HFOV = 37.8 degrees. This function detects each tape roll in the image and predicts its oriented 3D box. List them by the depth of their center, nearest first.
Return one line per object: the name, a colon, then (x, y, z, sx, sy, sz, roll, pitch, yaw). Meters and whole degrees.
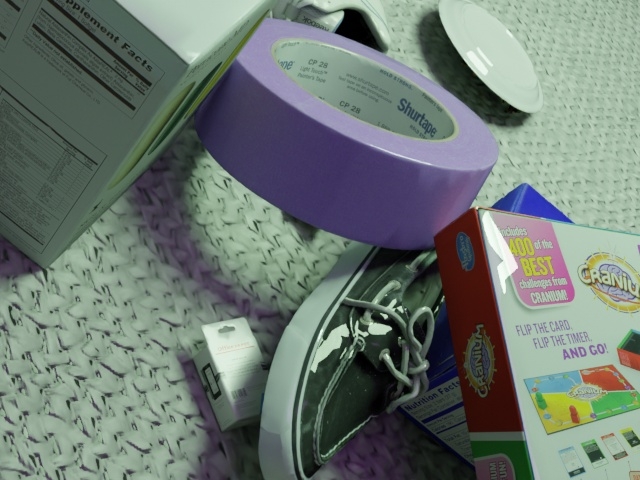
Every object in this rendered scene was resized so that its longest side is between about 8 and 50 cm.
tape roll: (0.025, -0.106, 0.877, 0.275, 0.090, 0.274, 20, 27, -10)

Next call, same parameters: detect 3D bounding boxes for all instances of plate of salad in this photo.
plate of salad: (0.220, -0.243, 1.233, 0.200, 0.048, 0.199, 31, 38, -28)

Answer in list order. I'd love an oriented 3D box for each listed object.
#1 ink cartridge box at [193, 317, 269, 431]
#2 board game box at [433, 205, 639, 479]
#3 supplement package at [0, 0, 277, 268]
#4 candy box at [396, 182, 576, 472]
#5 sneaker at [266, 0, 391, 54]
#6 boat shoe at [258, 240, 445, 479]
ink cartridge box: (-0.071, 0.108, 0.763, 0.048, 0.028, 0.083, -7, 65, -41)
board game box: (0.233, 0.138, 0.785, 0.242, 0.064, 0.316, 8, 62, -29)
supplement package: (-0.181, -0.157, 0.700, 0.198, 0.263, 0.199, 41, 44, -6)
candy box: (0.253, 0.139, 0.925, 0.317, 0.122, 0.268, 40, 46, -9)
sneaker: (-0.040, -0.270, 0.987, 0.297, 0.111, 0.129, 9, 40, -32)
boat shoe: (0.047, 0.091, 0.792, 0.105, 0.113, 0.306, 6, 30, 22)
